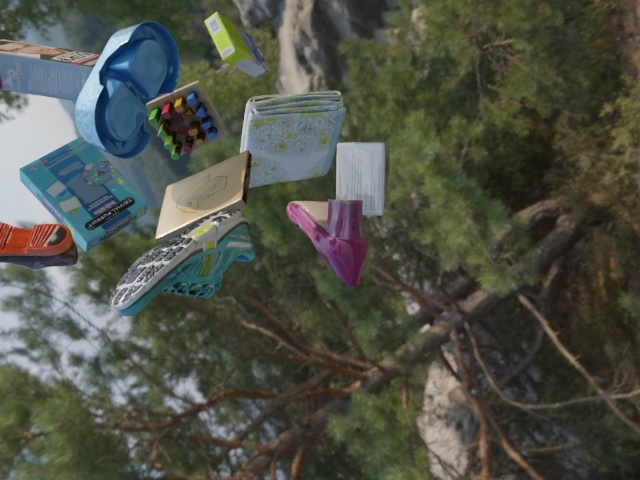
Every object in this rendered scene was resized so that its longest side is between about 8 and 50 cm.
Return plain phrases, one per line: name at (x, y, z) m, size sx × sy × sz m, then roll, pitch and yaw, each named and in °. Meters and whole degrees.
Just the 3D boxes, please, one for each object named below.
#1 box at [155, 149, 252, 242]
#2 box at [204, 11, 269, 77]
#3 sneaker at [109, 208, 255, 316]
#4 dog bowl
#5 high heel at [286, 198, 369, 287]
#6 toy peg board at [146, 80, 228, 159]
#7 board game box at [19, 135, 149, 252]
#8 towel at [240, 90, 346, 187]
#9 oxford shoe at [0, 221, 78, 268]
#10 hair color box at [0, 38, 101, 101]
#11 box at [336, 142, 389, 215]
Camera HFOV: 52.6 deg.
box at (-0.230, -0.089, 1.284) m, size 0.021 × 0.201 × 0.164 m, roll 55°, pitch -158°, yaw -37°
box at (-0.191, -0.450, 1.507) m, size 0.109 × 0.042 × 0.178 m, roll 64°, pitch -162°, yaw 10°
sneaker at (-0.200, 0.045, 1.016) m, size 0.107 × 0.275 × 0.110 m, roll -7°, pitch 111°, yaw 45°
dog bowl at (-0.395, -0.309, 1.323) m, size 0.074 × 0.297 × 0.166 m, roll 10°, pitch 159°, yaw 25°
high heel at (0.000, 0.000, 1.471) m, size 0.377 × 0.127 × 0.181 m, roll -173°, pitch 84°, yaw -74°
toy peg board at (-0.342, -0.290, 1.634) m, size 0.079 × 0.161 × 0.161 m, roll -96°, pitch -18°, yaw -53°
board game box at (-0.787, -0.161, 2.163) m, size 0.336 × 0.254 × 0.079 m, roll 47°, pitch 146°, yaw 5°
towel at (-0.101, -0.323, 2.098) m, size 0.374 × 0.321 × 0.090 m, roll 107°, pitch 149°, yaw -52°
oxford shoe at (-0.658, 0.024, 1.389) m, size 0.098 × 0.272 × 0.096 m, roll 86°, pitch -171°, yaw -49°
hair color box at (-0.813, -0.506, 1.928) m, size 0.185 × 0.375 × 0.113 m, roll -75°, pitch -6°, yaw -65°
box at (0.111, -0.156, 1.654) m, size 0.181 × 0.119 × 0.181 m, roll -23°, pitch -66°, yaw -79°
